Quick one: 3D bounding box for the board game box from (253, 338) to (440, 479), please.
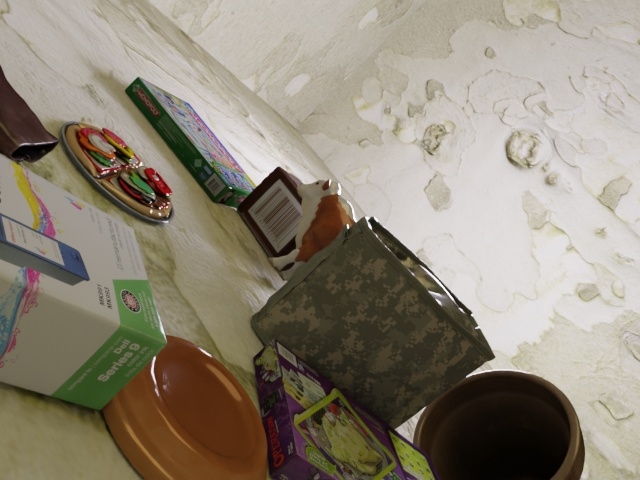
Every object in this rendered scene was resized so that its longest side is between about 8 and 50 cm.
[{"bbox_3d":[0.058,0.288,0.796,0.347,0.056,0.208,42,7,-26],"label":"board game box"}]

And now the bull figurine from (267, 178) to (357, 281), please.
[{"bbox_3d":[0.024,0.039,1.113,0.310,0.188,0.101,53,-5,4],"label":"bull figurine"}]

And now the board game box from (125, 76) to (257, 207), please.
[{"bbox_3d":[-0.259,-0.199,1.326,0.317,0.046,0.213,50,11,13],"label":"board game box"}]

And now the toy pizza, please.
[{"bbox_3d":[-0.286,-0.106,0.902,0.201,0.032,0.201,46,10,-11],"label":"toy pizza"}]

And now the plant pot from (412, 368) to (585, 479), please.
[{"bbox_3d":[0.311,0.382,1.005,0.229,0.263,0.263,60,3,-28],"label":"plant pot"}]

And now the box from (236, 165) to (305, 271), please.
[{"bbox_3d":[0.000,0.000,1.383,0.191,0.143,0.381,53,13,30],"label":"box"}]

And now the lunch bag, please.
[{"bbox_3d":[0.070,0.122,0.930,0.287,0.235,0.169,43,15,-20],"label":"lunch bag"}]

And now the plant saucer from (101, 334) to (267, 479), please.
[{"bbox_3d":[-0.117,0.161,0.580,0.200,0.037,0.200,46,11,-11],"label":"plant saucer"}]

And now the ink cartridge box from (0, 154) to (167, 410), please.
[{"bbox_3d":[-0.237,0.020,0.468,0.212,0.093,0.154,35,17,-44],"label":"ink cartridge box"}]

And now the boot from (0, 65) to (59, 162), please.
[{"bbox_3d":[-0.369,-0.168,0.600,0.207,0.090,0.248,46,2,-6],"label":"boot"}]
